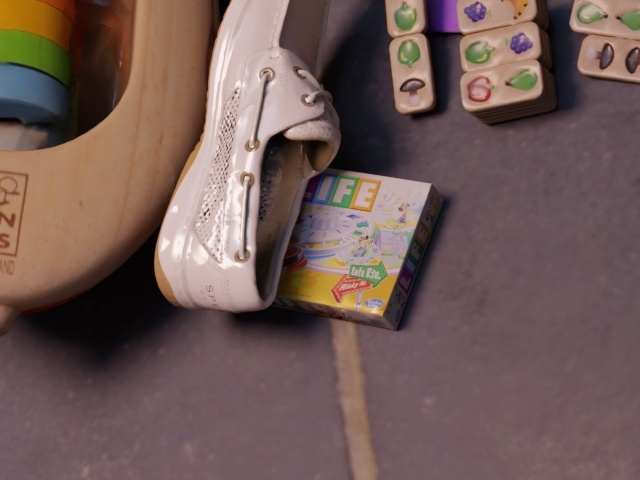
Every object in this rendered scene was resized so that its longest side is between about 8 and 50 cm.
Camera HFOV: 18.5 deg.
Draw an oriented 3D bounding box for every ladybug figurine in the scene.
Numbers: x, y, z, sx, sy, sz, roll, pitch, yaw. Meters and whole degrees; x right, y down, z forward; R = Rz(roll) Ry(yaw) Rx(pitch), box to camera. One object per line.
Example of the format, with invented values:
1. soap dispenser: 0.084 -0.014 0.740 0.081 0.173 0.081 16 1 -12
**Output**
1. ladybug figurine: -0.231 -0.125 1.460 0.305 0.162 0.449 7 61 -6

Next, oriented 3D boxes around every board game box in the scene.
1. board game box: 0.000 0.000 1.393 0.154 0.026 0.103 9 68 31

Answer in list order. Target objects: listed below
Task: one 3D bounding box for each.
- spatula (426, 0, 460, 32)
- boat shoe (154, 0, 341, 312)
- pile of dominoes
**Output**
1. spatula: 0.023 -0.203 1.480 0.296 0.030 0.084 9 70 23
2. boat shoe: -0.027 -0.078 1.377 0.096 0.098 0.277 9 77 30
3. pile of dominoes: 0.131 -0.212 1.394 0.196 0.040 0.251 -10 74 19
